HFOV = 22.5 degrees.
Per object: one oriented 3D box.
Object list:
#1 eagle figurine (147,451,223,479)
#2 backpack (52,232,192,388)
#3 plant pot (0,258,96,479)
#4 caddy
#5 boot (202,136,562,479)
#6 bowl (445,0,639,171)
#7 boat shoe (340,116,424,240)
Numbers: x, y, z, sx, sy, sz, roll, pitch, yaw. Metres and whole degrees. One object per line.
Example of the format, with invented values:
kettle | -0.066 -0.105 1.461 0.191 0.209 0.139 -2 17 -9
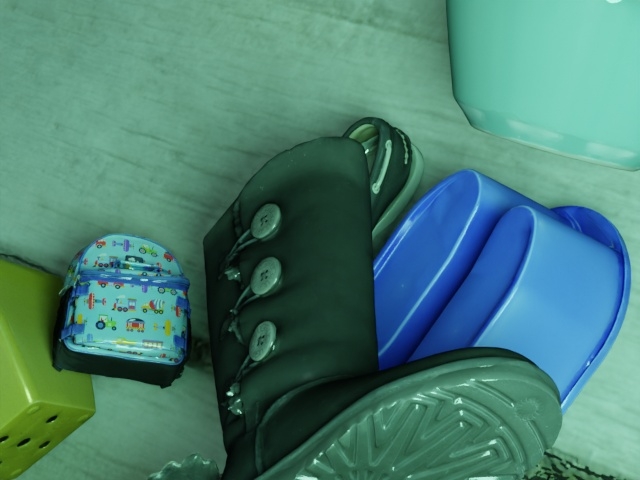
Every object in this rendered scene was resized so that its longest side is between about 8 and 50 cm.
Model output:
eagle figurine | -0.082 0.360 1.605 0.225 0.226 0.298 -11 81 -7
backpack | -0.221 0.067 1.851 0.158 0.117 0.173 11 62 -11
plant pot | -0.390 0.163 1.891 0.212 0.212 0.187 -39 67 11
caddy | 0.159 0.099 1.596 0.341 0.179 0.241 -55 31 5
boot | 0.037 0.068 1.508 0.367 0.146 0.445 -31 34 24
bowl | 0.253 -0.170 1.608 0.311 0.311 0.163 22 102 36
boat shoe | 0.000 0.000 1.785 0.114 0.091 0.302 23 82 36
